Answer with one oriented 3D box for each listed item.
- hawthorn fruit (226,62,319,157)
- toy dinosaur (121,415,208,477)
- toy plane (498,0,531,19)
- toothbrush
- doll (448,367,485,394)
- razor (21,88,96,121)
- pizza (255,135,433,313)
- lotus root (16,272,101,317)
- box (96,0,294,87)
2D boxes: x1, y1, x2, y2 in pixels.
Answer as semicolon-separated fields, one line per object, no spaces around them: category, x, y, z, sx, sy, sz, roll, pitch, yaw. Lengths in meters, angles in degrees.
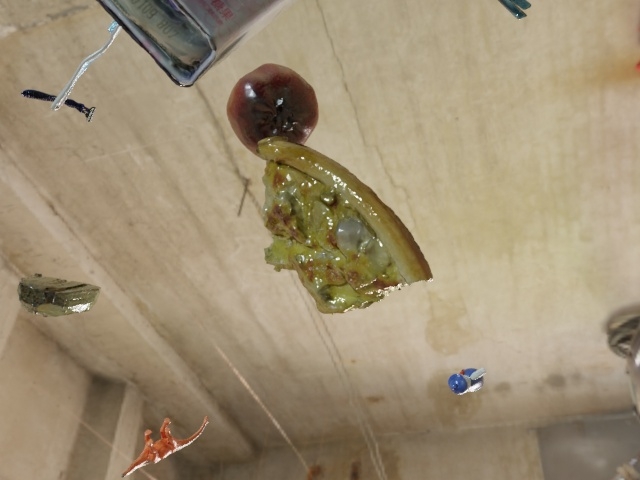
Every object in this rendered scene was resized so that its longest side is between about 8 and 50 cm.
hawthorn fruit;-0.090;-0.228;1.086;0.188;0.169;0.168;-140;32;-67
toy dinosaur;-0.357;0.467;1.419;0.280;0.055;0.101;-24;-54;-48
toy plane;0.123;-0.302;0.549;0.235;0.060;0.096;62;173;28
toothbrush;-0.314;-0.231;0.817;0.017;0.162;0.014;48;-160;7
doll;0.335;0.327;1.408;0.143;0.099;0.057;1;-129;-54
razor;-0.591;-0.312;1.377;0.155;0.044;0.028;14;-137;-28
pizza;0.000;0.000;0.873;0.090;0.323;0.223;-23;-32;-44
lotus root;-0.524;0.115;1.182;0.144;0.143;0.070;-6;-72;-84
box;-0.129;-0.374;0.827;0.190;0.112;0.369;45;-133;-14
